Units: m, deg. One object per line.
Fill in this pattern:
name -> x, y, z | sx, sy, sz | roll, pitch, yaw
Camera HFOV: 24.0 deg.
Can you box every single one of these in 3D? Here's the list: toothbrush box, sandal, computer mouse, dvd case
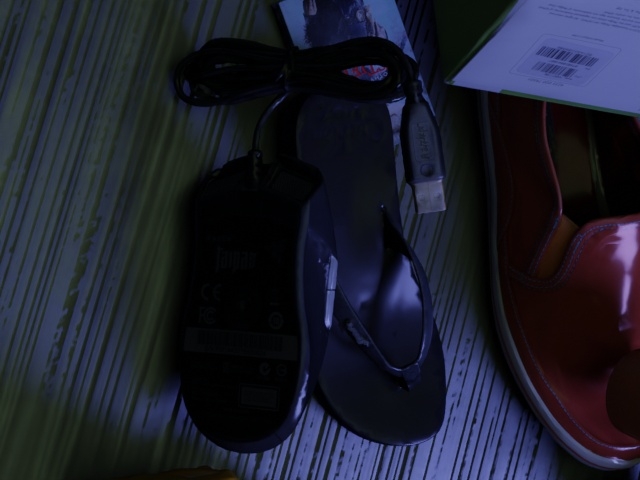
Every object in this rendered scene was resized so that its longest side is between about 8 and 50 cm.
toothbrush box -> 0.180, -0.232, 0.976 | 0.206, 0.122, 0.283 | 7, 62, -22
sandal -> 0.029, 0.023, 0.993 | 0.097, 0.054, 0.254 | -19, 103, -23
computer mouse -> 0.000, 0.000, 0.936 | 0.060, 0.184, 0.262 | 6, 82, -61
dvd case -> 0.025, -0.118, 1.023 | 0.087, 0.013, 0.119 | -24, 102, -24

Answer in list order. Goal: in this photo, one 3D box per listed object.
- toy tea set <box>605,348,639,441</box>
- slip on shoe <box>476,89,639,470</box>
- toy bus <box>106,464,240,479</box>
toy tea set -> 0.337, 0.162, 1.071 | 0.336, 0.124, 0.200 | 3, 96, -41
slip on shoe -> 0.186, 0.003, 1.054 | 0.123, 0.101, 0.331 | -13, 96, -27
toy bus -> -0.026, 0.227, 0.933 | 0.211, 0.149, 0.220 | -19, 95, -38
